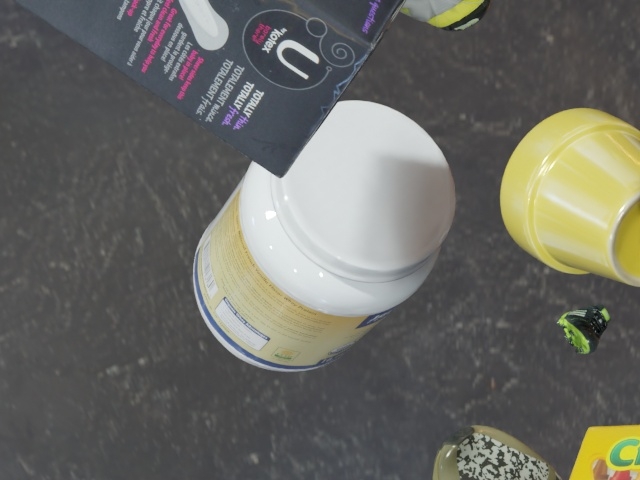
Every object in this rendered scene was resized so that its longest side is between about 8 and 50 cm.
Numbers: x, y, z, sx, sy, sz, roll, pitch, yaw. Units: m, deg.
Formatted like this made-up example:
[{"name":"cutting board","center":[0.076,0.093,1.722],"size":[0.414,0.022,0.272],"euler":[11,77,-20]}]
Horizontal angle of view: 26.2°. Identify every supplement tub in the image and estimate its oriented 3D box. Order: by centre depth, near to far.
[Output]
[{"name":"supplement tub","center":[0.000,0.000,1.540],"size":[0.228,0.316,0.228],"euler":[8,66,-18]}]

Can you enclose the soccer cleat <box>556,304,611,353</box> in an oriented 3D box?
[{"name":"soccer cleat","center":[0.389,0.123,2.008],"size":[0.072,0.179,0.060],"euler":[-29,92,6]}]

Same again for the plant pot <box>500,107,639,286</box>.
[{"name":"plant pot","center":[0.437,-0.047,2.082],"size":[0.254,0.254,0.239],"euler":[-27,30,-11]}]

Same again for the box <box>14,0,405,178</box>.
[{"name":"box","center":[-0.082,-0.203,1.005],"size":[0.270,0.165,0.143],"euler":[34,48,-4]}]

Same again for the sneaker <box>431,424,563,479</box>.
[{"name":"sneaker","center":[0.277,0.344,1.375],"size":[0.158,0.182,0.410],"euler":[-35,83,-27]}]

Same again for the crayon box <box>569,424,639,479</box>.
[{"name":"crayon box","center":[0.261,0.235,0.976],"size":[0.202,0.081,0.318],"euler":[-11,38,40]}]

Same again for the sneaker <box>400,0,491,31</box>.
[{"name":"sneaker","center":[0.049,-0.331,1.251],"size":[0.145,0.147,0.384],"euler":[-28,50,20]}]
